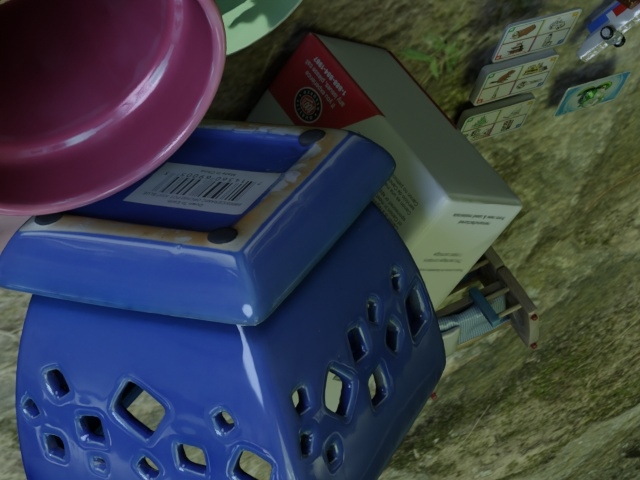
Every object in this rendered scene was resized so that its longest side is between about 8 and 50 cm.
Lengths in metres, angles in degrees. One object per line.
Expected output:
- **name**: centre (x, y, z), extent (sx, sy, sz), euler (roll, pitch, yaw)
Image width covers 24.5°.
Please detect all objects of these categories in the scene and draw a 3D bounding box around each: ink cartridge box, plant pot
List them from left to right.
- **plant pot**: centre (-0.183, -0.146, 0.903), extent (0.201, 0.180, 0.201), euler (-21, 144, -16)
- **plant pot**: centre (-0.068, 0.047, 1.000), extent (0.236, 0.236, 0.212), euler (-47, 136, -48)
- **ink cartridge box**: centre (0.000, 0.000, 1.209), extent (0.114, 0.197, 0.273), euler (4, 132, -51)

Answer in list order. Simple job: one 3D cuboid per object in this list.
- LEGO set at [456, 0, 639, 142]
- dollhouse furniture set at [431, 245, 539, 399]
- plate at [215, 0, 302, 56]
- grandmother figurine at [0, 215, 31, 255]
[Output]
- **LEGO set**: centre (0.239, -0.181, 1.344), extent (0.244, 0.060, 0.182), euler (-17, 155, -20)
- **dollhouse furniture set**: centre (0.125, 0.037, 1.422), extent (0.129, 0.129, 0.183), euler (-26, 145, -11)
- **plate**: centre (-0.080, -0.204, 1.055), extent (0.188, 0.024, 0.188), euler (-22, 144, -17)
- **grandmother figurine**: centre (-0.260, -0.032, 1.065), extent (0.342, 0.104, 0.207), euler (4, 104, -38)
